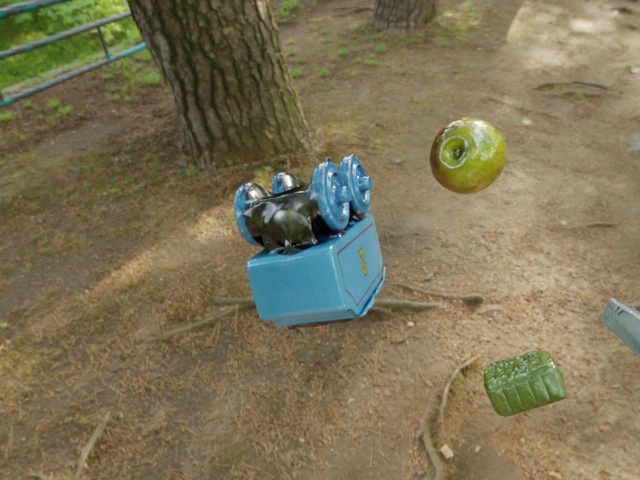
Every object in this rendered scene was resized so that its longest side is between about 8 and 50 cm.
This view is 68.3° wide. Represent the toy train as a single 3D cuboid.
[{"bbox_3d":[0.000,0.000,0.808,0.188,0.265,0.300,-11,9,21],"label":"toy train"}]

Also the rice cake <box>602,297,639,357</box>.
[{"bbox_3d":[0.389,0.117,0.568,0.034,0.043,0.211,18,12,13],"label":"rice cake"}]

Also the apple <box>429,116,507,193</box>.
[{"bbox_3d":[0.370,-0.213,1.195,0.196,0.196,0.196,-3,38,2],"label":"apple"}]

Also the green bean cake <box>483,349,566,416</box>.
[{"bbox_3d":[0.674,0.464,1.565,0.248,0.125,0.222,-23,-2,19],"label":"green bean cake"}]
